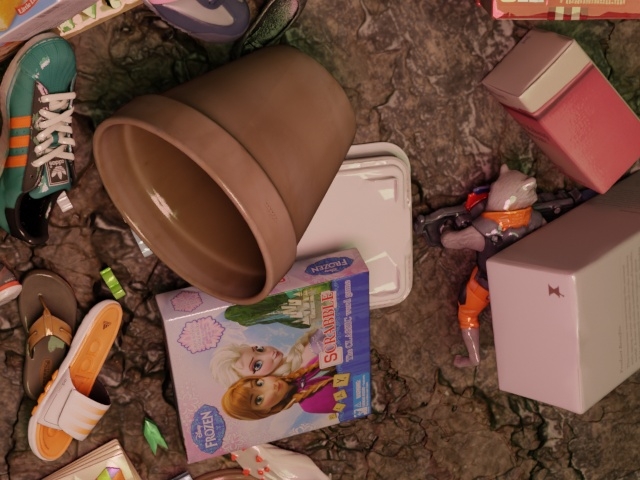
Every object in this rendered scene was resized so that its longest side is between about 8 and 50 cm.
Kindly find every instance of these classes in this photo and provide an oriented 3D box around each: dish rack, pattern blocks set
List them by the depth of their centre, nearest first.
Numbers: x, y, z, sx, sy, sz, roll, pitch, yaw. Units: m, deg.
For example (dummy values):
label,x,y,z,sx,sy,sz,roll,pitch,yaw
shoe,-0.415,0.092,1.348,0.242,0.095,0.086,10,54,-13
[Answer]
label,x,y,z,sx,sy,sz,roll,pitch,yaw
dish rack,0.000,0.000,1.801,0.332,0.072,0.286,-8,109,-16
pattern blocks set,-0.371,0.419,1.819,0.324,0.026,0.285,-37,106,-3

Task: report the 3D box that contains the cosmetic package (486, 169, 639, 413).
label,x,y,z,sx,sy,sz,roll,pitch,yaw
cosmetic package,0.469,0.065,1.819,0.453,0.161,0.230,-25,116,-40

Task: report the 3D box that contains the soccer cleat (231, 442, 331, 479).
label,x,y,z,sx,sy,sz,roll,pitch,yaw
soccer cleat,-0.068,0.374,1.908,0.196,0.076,0.068,35,131,-8

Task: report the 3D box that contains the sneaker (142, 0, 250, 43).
label,x,y,z,sx,sy,sz,roll,pitch,yaw
sneaker,-0.198,-0.383,1.522,0.319,0.131,0.112,34,58,-30

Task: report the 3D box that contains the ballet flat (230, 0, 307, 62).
label,x,y,z,sx,sy,sz,roll,pitch,yaw
ballet flat,-0.069,-0.320,1.685,0.057,0.049,0.173,36,94,-25

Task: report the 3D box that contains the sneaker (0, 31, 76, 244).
label,x,y,z,sx,sy,sz,roll,pitch,yaw
sneaker,-0.378,-0.132,1.568,0.108,0.121,0.302,-15,136,-47

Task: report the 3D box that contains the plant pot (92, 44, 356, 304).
label,x,y,z,sx,sy,sz,roll,pitch,yaw
plant pot,-0.105,-0.120,1.587,0.280,0.323,0.323,-46,117,-27

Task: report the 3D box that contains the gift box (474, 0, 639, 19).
label,x,y,z,sx,sy,sz,roll,pitch,yaw
gift box,0.327,-0.458,1.663,0.276,0.258,0.255,5,108,1

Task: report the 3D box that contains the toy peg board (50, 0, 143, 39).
label,x,y,z,sx,sy,sz,roll,pitch,yaw
toy peg board,-0.328,-0.373,1.570,0.161,0.079,0.161,-28,113,-8

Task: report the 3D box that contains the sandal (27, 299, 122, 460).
label,x,y,z,sx,sy,sz,roll,pitch,yaw
sandal,-0.354,0.220,1.722,0.102,0.076,0.265,22,92,-60

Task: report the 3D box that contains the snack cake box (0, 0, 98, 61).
label,x,y,z,sx,sy,sz,roll,pitch,yaw
snack cake box,-0.435,-0.284,1.479,0.264,0.152,0.089,-28,98,12

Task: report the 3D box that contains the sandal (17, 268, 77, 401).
label,x,y,z,sx,sy,sz,roll,pitch,yaw
sandal,-0.414,0.150,1.721,0.090,0.060,0.219,4,106,-19

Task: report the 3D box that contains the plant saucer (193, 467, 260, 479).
label,x,y,z,sx,sy,sz,roll,pitch,yaw
plant saucer,-0.157,0.519,1.934,0.277,0.041,0.278,-5,109,-15

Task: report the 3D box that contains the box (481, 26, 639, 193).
label,x,y,z,sx,sy,sz,roll,pitch,yaw
box,0.393,-0.207,1.815,0.127,0.148,0.232,-46,114,2

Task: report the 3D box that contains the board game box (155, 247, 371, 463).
label,x,y,z,sx,sy,sz,roll,pitch,yaw
board game box,-0.078,0.184,1.782,0.317,0.066,0.319,-14,130,-12

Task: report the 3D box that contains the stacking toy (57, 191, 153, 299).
label,x,y,z,sx,sy,sz,roll,pitch,yaw
stacking toy,-0.283,-0.034,1.709,0.167,0.052,0.221,-28,114,-7

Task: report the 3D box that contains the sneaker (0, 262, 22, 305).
label,x,y,z,sx,sy,sz,roll,pitch,yaw
sneaker,-0.519,0.085,1.680,0.158,0.061,0.065,-29,84,-4

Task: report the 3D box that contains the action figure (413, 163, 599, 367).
label,x,y,z,sx,sy,sz,roll,pitch,yaw
action figure,0.341,0.027,1.865,0.341,0.178,0.330,-16,120,-11
